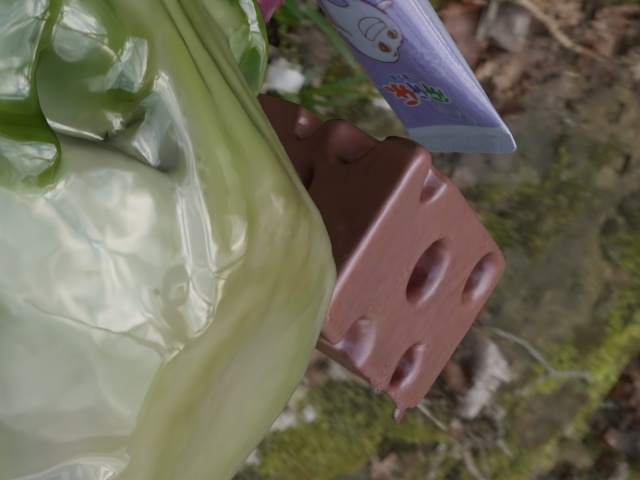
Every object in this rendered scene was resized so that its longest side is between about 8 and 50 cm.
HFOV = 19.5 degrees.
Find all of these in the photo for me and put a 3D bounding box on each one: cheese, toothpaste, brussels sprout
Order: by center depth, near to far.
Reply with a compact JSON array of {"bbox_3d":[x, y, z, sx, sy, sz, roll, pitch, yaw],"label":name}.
[{"bbox_3d":[-0.124,-0.032,0.439,0.271,0.210,0.219,37,96,3],"label":"brussels sprout"},{"bbox_3d":[-0.012,-0.004,1.103,0.128,0.177,0.203,-58,153,-6],"label":"cheese"},{"bbox_3d":[0.029,-0.211,1.459,0.080,0.125,0.371,-50,120,-24],"label":"toothpaste"}]

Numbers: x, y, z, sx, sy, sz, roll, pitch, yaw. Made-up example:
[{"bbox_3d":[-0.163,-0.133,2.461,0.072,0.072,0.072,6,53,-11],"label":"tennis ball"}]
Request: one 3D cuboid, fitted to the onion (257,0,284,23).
[{"bbox_3d":[-0.137,-0.324,1.861,0.256,0.230,0.272,9,144,11],"label":"onion"}]
